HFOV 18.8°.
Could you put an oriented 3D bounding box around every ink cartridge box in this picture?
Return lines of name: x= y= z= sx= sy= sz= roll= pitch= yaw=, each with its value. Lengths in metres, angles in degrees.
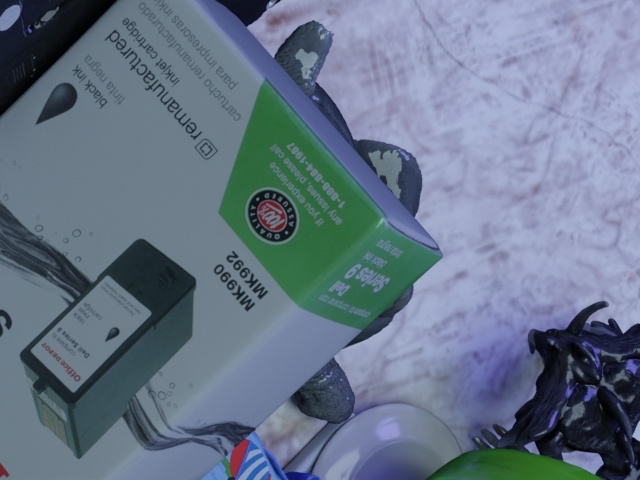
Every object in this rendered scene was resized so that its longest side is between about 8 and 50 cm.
ink cartridge box: x=-0.112 y=0.023 z=1.110 sx=0.289 sy=0.211 sz=0.121 roll=-44 pitch=162 yaw=8

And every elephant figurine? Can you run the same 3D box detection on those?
elephant figurine: x=0.000 y=0.000 z=1.274 sx=0.239 sy=0.186 sz=0.169 roll=36 pitch=71 yaw=-24

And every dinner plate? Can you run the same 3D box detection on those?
dinner plate: x=0.052 y=0.188 z=1.387 sx=0.141 sy=0.017 sz=0.141 roll=-4 pitch=98 yaw=-31

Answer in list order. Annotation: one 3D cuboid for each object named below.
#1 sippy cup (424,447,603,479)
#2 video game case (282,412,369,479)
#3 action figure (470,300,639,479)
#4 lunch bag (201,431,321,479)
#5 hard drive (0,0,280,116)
sippy cup: x=0.134 y=0.307 z=1.301 sx=0.240 sy=0.224 sz=0.305 roll=-55 pitch=150 yaw=-23
video game case: x=0.005 y=0.225 z=1.382 sx=0.157 sy=0.019 sz=0.143 roll=-44 pitch=115 yaw=-19
action figure: x=0.190 y=0.140 z=1.418 sx=0.164 sy=0.141 sz=0.275 roll=-38 pitch=129 yaw=-20
lunch bag: x=-0.105 y=0.253 z=1.262 sx=0.293 sy=0.138 sz=0.221 roll=-43 pitch=117 yaw=-27
hard drive: x=-0.097 y=-0.180 z=1.165 sx=0.339 sy=0.237 sz=0.064 roll=-40 pitch=72 yaw=-20
